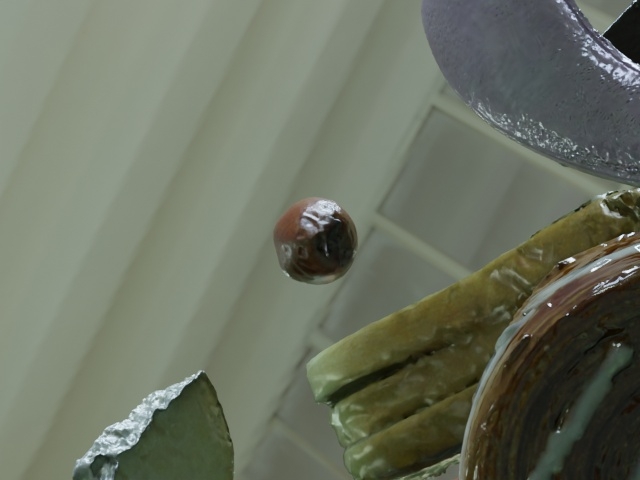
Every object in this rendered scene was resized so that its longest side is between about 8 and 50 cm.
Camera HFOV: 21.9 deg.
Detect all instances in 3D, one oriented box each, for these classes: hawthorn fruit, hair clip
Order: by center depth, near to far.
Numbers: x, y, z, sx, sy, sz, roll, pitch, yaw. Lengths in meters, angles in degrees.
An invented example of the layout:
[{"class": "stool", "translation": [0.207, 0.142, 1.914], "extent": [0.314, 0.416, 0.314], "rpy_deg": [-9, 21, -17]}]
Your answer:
[{"class": "hair clip", "translation": [0.187, -0.124, 1.234], "extent": [0.095, 0.358, 0.110], "rpy_deg": [-29, -39, -31]}, {"class": "hawthorn fruit", "translation": [0.000, 0.000, 1.498], "extent": [0.081, 0.081, 0.093], "rpy_deg": [-45, 7, -17]}]

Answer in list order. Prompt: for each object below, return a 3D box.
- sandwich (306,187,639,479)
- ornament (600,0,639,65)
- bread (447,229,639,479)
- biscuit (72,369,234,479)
[{"class": "sandwich", "translation": [0.153, 0.063, 0.944], "extent": [0.249, 0.095, 0.273], "rpy_deg": [-31, -19, 33]}, {"class": "ornament", "translation": [0.335, -0.150, 1.712], "extent": [0.166, 0.153, 0.196], "rpy_deg": [-44, -3, -26]}, {"class": "bread", "translation": [0.117, 0.075, 0.497], "extent": [0.160, 0.160, 0.073], "rpy_deg": [-62, 1, 8]}, {"class": "biscuit", "translation": [-0.147, 0.235, 1.494], "extent": [0.188, 0.040, 0.265], "rpy_deg": [36, -122, -43]}]
